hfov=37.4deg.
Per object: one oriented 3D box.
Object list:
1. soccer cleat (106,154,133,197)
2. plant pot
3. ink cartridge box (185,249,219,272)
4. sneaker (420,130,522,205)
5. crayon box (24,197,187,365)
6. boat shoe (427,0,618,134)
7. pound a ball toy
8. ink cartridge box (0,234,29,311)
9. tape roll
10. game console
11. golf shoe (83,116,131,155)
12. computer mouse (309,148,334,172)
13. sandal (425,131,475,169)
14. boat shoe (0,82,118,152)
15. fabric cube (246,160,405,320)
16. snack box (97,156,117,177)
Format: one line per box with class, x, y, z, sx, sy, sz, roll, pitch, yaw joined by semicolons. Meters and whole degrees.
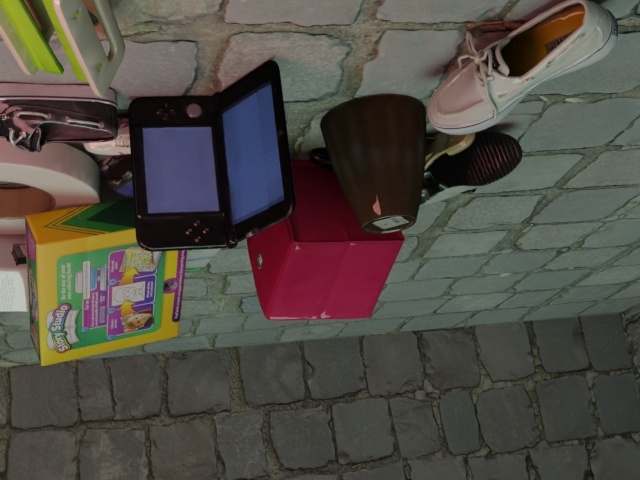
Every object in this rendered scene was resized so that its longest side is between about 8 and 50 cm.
soccer cleat;-0.291;-0.154;1.867;0.289;0.093;0.121;-16;156;27
plant pot;0.120;-0.138;1.874;0.215;0.230;0.215;-7;162;-2
ink cartridge box;-0.295;-0.028;2.170;0.093;0.154;0.212;0;161;-22
sneaker;0.301;-0.159;2.115;0.331;0.122;0.146;-18;177;28
crayon box;-0.452;0.083;2.005;0.313;0.106;0.363;-10;136;-24
boat shoe;0.311;-0.299;1.611;0.367;0.135;0.156;-24;157;34
pound a ball toy;-0.390;-0.339;1.257;0.208;0.135;0.319;17;163;5
ink cartridge box;-0.642;0.049;2.121;0.306;0.226;0.131;4;123;-32
tape roll;-0.634;-0.107;1.889;0.392;0.072;0.392;-4;162;-1
game console;-0.193;-0.147;1.616;0.250;0.293;0.173;-3;160;-14
golf shoe;-0.344;-0.193;1.739;0.186;0.067;0.086;-10;-165;-7
computer mouse;0.091;-0.145;2.016;0.242;0.041;0.071;13;144;6
sandal;0.210;-0.198;2.010;0.079;0.088;0.240;32;136;-33
boat shoe;-0.500;-0.202;1.626;0.301;0.102;0.108;-3;162;-16
fabric cube;0.000;0.000;2.093;0.259;0.254;0.258;0;138;-19
snack box;-0.391;-0.139;2.002;0.064;0.022;0.178;-18;160;35
